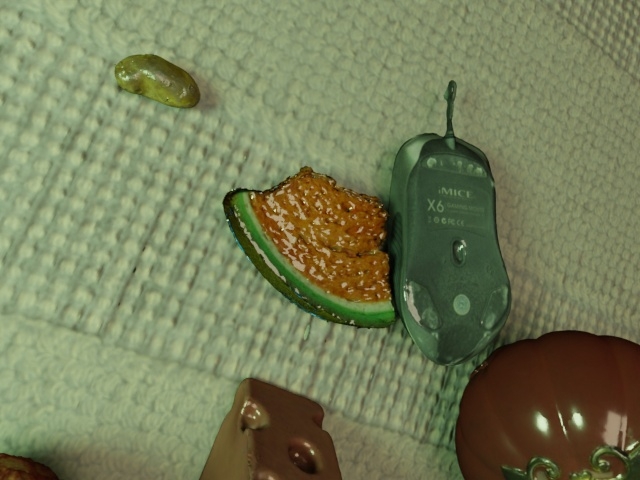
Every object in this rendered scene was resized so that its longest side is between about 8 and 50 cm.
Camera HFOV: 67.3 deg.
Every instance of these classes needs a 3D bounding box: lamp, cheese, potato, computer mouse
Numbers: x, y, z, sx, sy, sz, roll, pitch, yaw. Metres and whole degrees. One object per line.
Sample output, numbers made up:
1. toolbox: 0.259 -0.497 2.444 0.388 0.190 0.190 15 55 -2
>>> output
1. lamp: 0.323 0.259 0.599 0.302 0.257 0.304 5 113 12
2. cheese: -0.075 0.291 0.516 0.128 0.203 0.177 28 108 -24
3. potato: -0.174 -0.174 0.520 0.092 0.045 0.047 14 118 -20
4. computer mouse: 0.161 -0.029 0.641 0.166 0.090 0.380 9 79 -22

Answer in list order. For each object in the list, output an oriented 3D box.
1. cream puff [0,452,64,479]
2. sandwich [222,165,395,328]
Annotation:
1. cream puff: -0.292 0.295 0.362 0.239 0.164 0.240 6 68 -14
2. sandwich: -0.010 0.006 0.568 0.234 0.079 0.159 22 76 -22
